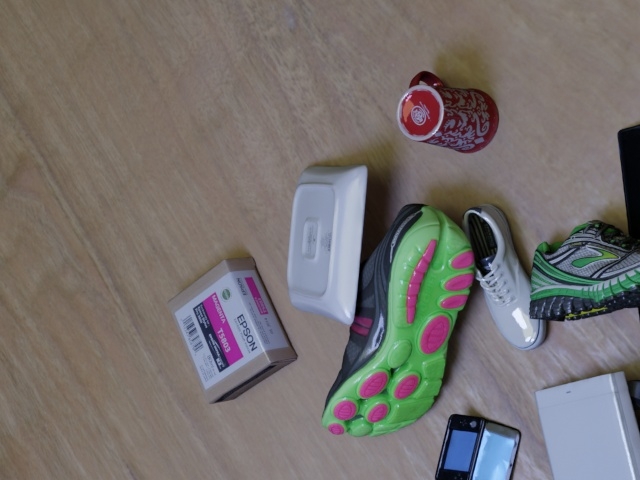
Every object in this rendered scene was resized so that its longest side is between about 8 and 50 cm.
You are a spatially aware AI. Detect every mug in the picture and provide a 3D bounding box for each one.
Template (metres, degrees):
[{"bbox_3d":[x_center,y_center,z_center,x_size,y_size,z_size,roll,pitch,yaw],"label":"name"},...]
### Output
[{"bbox_3d":[0.195,-0.213,1.773,0.150,0.169,0.113,30,108,32],"label":"mug"}]

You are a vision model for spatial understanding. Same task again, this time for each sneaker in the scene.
[{"bbox_3d":[0.436,0.031,1.586,0.343,0.134,0.146,-19,71,53],"label":"sneaker"},{"bbox_3d":[0.293,0.063,1.754,0.094,0.091,0.258,-30,73,33],"label":"sneaker"},{"bbox_3d":[0.132,0.149,1.852,0.202,0.185,0.483,-107,36,-57],"label":"sneaker"}]

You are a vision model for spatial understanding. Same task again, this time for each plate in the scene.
[{"bbox_3d":[0.000,0.000,1.909,0.278,0.045,0.277,-172,88,-67],"label":"plate"}]

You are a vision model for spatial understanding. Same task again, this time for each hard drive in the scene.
[{"bbox_3d":[0.431,0.370,1.627,0.203,0.040,0.308,145,116,-62],"label":"hard drive"}]

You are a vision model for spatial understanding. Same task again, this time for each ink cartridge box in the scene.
[{"bbox_3d":[-0.181,0.179,2.106,0.193,0.088,0.235,-37,69,32],"label":"ink cartridge box"}]

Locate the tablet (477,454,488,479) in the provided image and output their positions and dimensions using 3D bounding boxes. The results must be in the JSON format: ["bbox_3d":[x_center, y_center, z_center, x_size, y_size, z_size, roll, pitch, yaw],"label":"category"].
[{"bbox_3d":[0.254,0.409,1.840,0.083,0.006,0.054,-25,76,34],"label":"tablet"}]

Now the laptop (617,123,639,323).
[{"bbox_3d":[0.673,-0.015,1.522,0.407,0.236,0.382,-7,87,8],"label":"laptop"}]

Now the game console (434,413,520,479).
[{"bbox_3d":[0.265,0.365,1.787,0.071,0.107,0.122,16,93,63],"label":"game console"}]

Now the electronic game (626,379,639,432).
[{"bbox_3d":[0.492,0.325,1.593,0.229,0.048,0.229,175,90,-65],"label":"electronic game"}]
